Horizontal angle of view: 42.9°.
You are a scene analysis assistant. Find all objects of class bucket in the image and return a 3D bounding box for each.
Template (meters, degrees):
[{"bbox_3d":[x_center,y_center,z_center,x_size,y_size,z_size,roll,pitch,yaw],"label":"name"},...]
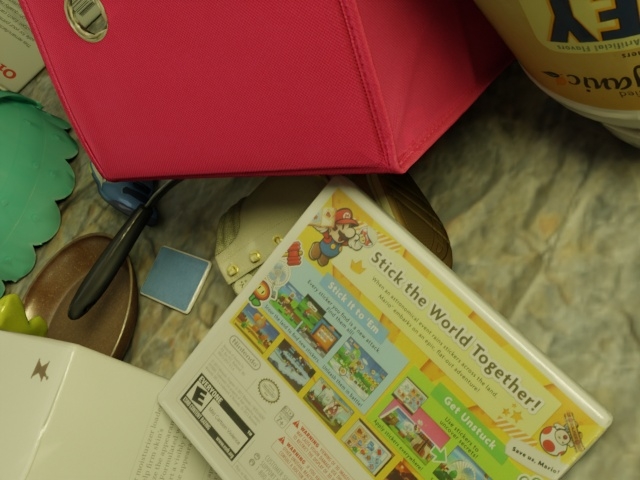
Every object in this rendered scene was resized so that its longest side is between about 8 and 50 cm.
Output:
[{"bbox_3d":[-0.452,-0.074,0.995,0.281,0.183,0.281,-21,54,32],"label":"bucket"}]

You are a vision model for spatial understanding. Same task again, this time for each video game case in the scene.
[{"bbox_3d":[0.026,0.106,0.518,0.227,0.026,0.206,44,102,22],"label":"video game case"}]

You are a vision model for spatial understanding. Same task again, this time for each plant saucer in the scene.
[{"bbox_3d":[-0.247,0.088,0.829,0.199,0.036,0.198,-21,54,32],"label":"plant saucer"}]

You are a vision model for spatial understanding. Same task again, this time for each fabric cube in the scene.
[{"bbox_3d":[-0.029,-0.203,0.568,0.258,0.254,0.259,2,31,36],"label":"fabric cube"}]

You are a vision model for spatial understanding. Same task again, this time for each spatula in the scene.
[{"bbox_3d":[-0.142,-0.043,0.771,0.030,0.084,0.296,40,87,7],"label":"spatula"}]

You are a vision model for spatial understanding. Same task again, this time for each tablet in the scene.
[{"bbox_3d":[-0.140,0.037,0.786,0.083,0.006,0.054,16,77,44],"label":"tablet"}]

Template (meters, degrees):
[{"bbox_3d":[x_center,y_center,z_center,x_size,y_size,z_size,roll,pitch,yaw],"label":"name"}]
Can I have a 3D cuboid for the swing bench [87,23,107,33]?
[{"bbox_3d":[-0.135,-0.275,0.852,0.255,0.165,0.253,35,91,41],"label":"swing bench"}]

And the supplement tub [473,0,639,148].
[{"bbox_3d":[0.171,-0.198,0.420,0.228,0.316,0.228,-20,56,31],"label":"supplement tub"}]

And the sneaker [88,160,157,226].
[{"bbox_3d":[-0.203,-0.067,0.867,0.059,0.053,0.144,-48,45,7],"label":"sneaker"}]

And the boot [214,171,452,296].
[{"bbox_3d":[0.000,0.000,0.634,0.165,0.077,0.213,-42,41,15],"label":"boot"}]

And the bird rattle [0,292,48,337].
[{"bbox_3d":[-0.319,0.168,0.688,0.143,0.207,0.253,3,103,40],"label":"bird rattle"}]

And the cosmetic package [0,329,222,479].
[{"bbox_3d":[-0.182,0.167,0.620,0.151,0.184,0.151,2,68,42],"label":"cosmetic package"}]

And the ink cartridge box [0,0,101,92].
[{"bbox_3d":[-0.417,-0.361,1.117,0.273,0.197,0.114,-35,46,21],"label":"ink cartridge box"}]
